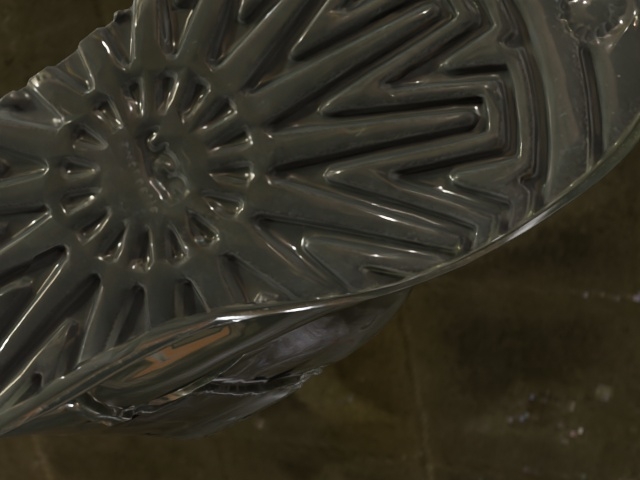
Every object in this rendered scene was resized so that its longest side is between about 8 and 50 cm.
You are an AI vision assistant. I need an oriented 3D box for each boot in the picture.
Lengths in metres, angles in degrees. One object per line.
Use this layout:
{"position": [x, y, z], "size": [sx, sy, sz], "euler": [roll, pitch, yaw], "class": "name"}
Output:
{"position": [-0.002, 0.000, 0.762], "size": [0.367, 0.445, 0.146], "euler": [-21, 77, 11], "class": "boot"}
